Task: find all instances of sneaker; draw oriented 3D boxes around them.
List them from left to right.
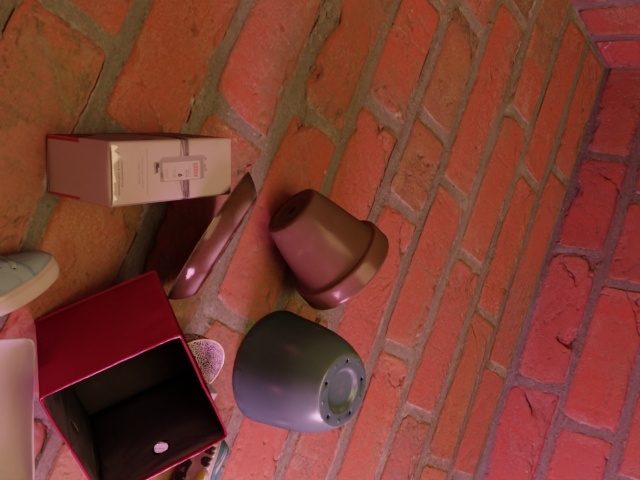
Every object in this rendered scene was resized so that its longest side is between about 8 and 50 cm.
[{"bbox_3d":[-0.599,0.056,1.287,0.366,0.135,0.150,-25,119,-46],"label":"sneaker"},{"bbox_3d":[-0.285,0.579,1.810,0.275,0.107,0.110,-64,147,-17],"label":"sneaker"}]

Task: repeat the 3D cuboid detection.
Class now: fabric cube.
[{"bbox_3d":[-0.355,0.257,1.458,0.254,0.258,0.259,-25,120,-11],"label":"fabric cube"}]

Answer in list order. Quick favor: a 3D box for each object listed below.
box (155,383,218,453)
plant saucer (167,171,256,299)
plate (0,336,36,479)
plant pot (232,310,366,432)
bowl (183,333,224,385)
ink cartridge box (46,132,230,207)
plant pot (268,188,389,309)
[{"bbox_3d":[-0.325,0.391,1.707,0.145,0.038,0.186,16,110,-51],"label":"box"},{"bbox_3d":[-0.214,0.000,1.630,0.050,0.310,0.311,33,68,-5],"label":"plant saucer"},{"bbox_3d":[-0.623,0.297,1.313,0.278,0.045,0.277,0,98,-22],"label":"plate"},{"bbox_3d":[-0.033,0.340,1.944,0.293,0.235,0.293,-14,109,-47],"label":"plant pot"},{"bbox_3d":[-0.301,0.260,1.711,0.170,0.080,0.170,-25,136,-26],"label":"bowl"},{"bbox_3d":[-0.338,-0.142,1.492,0.283,0.207,0.117,-11,106,-49],"label":"ink cartridge box"},{"bbox_3d":[0.000,0.000,1.926,0.229,0.263,0.263,48,61,-23],"label":"plant pot"}]
